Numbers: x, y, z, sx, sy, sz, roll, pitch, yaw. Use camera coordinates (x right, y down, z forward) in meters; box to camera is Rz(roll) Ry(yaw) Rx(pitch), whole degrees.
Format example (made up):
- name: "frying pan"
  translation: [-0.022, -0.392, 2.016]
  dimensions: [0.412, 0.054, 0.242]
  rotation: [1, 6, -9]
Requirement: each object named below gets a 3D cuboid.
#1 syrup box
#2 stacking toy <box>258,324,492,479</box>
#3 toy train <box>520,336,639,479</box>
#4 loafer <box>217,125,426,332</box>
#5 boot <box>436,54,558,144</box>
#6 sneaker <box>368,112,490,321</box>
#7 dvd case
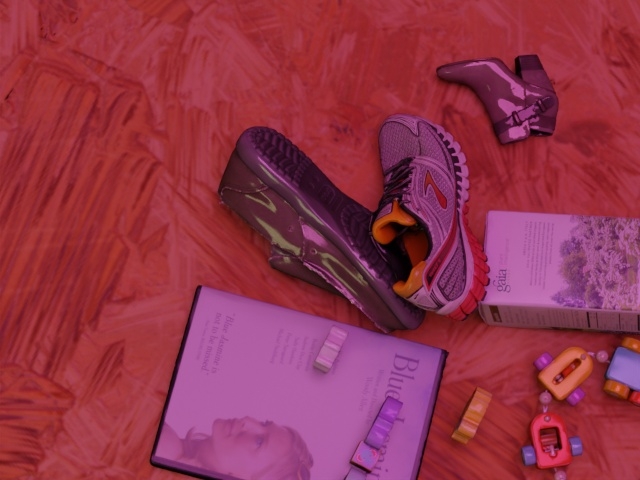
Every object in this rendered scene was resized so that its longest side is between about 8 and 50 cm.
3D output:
- name: "syrup box"
  translation: [0.272, 0.034, 1.776]
  dimensions: [0.237, 0.096, 0.093]
  rotation: [3, 75, 12]
- name: "stacking toy"
  translation: [0.042, 0.206, 1.738]
  dimensions: [0.167, 0.052, 0.221]
  rotation: [26, 77, 1]
- name: "toy train"
  translation: [0.264, 0.161, 1.798]
  dimensions: [0.166, 0.046, 0.125]
  rotation: [-14, 79, -5]
- name: "loafer"
  translation: [0.000, 0.000, 1.801]
  dimensions: [0.251, 0.094, 0.087]
  rotation: [46, 119, 1]
- name: "boot"
  translation: [0.179, -0.139, 1.867]
  dimensions: [0.118, 0.042, 0.087]
  rotation: [-7, 85, 0]
- name: "sneaker"
  translation: [0.093, -0.033, 1.773]
  dimensions: [0.093, 0.088, 0.225]
  rotation: [15, 46, -35]
- name: "dvd case"
  translation: [-0.019, 0.159, 1.782]
  dimensions: [0.253, 0.022, 0.180]
  rotation: [15, 75, -2]
